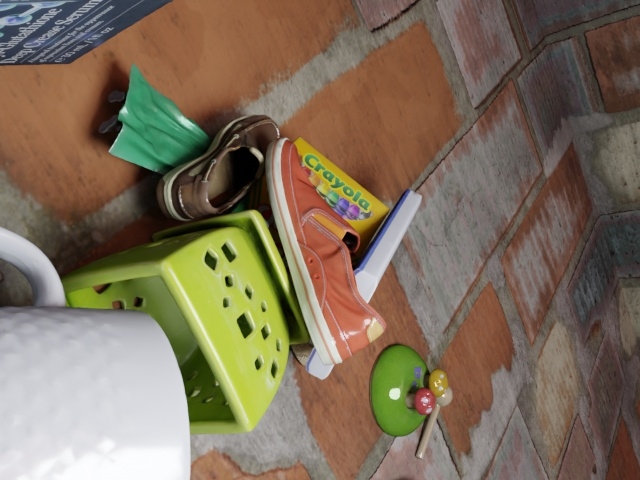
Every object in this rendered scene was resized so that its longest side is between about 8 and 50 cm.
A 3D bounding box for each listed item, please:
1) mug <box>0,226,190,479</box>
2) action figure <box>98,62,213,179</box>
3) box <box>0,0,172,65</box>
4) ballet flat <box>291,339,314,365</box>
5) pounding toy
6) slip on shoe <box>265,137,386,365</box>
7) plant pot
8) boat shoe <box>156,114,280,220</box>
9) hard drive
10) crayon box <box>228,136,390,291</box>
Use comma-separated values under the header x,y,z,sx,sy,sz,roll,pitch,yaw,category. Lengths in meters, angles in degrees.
x,y,z,sx,sy,sz,roll,pitch,yaw,category
-0.332,0.151,0.561,0.328,0.276,0.374,6,63,-39,mug
-0.202,-0.125,0.888,0.232,0.063,0.137,36,57,-48,action figure
-0.359,-0.297,0.562,0.395,0.293,0.212,-20,99,-48,box
-0.025,0.117,1.048,0.073,0.067,0.206,-28,106,-49,ballet flat
0.208,0.315,1.251,0.237,0.110,0.183,48,52,-32,pounding toy
0.000,0.000,0.842,0.123,0.101,0.331,68,2,-64,slip on shoe
-0.157,0.090,0.792,0.207,0.228,0.227,-42,115,-50,plant pot
-0.114,-0.104,0.886,0.257,0.095,0.095,-53,132,-44,boat shoe
0.079,0.060,1.040,0.040,0.210,0.319,29,31,6,hard drive
-0.023,-0.029,1.005,0.202,0.081,0.318,37,51,-4,crayon box
